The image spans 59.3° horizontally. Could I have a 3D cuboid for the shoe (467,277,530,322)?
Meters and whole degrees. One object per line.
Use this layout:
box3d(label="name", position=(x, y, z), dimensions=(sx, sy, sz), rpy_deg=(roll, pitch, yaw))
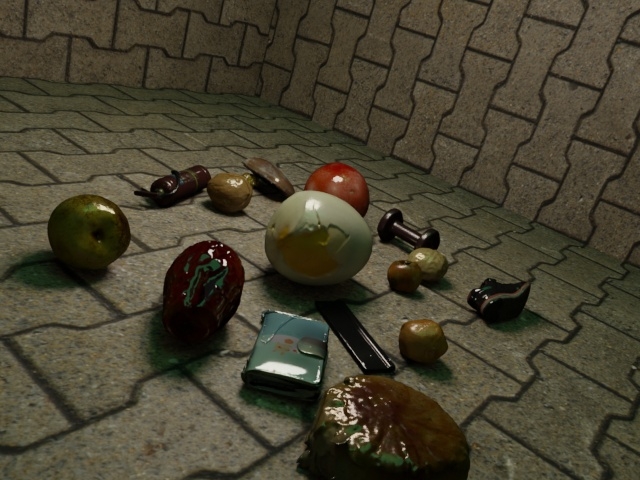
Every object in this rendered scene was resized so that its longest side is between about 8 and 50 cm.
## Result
box3d(label="shoe", position=(0.597, 0.191, 1.890), dimensions=(0.291, 0.114, 0.137), rpy_deg=(-8, 28, -40))

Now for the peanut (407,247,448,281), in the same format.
box3d(label="peanut", position=(0.378, 0.081, 1.977), dimensions=(0.140, 0.109, 0.159), rpy_deg=(36, 29, 8))

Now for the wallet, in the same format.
box3d(label="wallet", position=(-0.070, 0.258, 1.289), dimensions=(0.176, 0.075, 0.250), rpy_deg=(14, 23, 1))

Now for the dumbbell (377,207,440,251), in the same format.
box3d(label="dumbbell", position=(0.336, -0.020, 2.149), dimensions=(0.225, 0.140, 0.124), rpy_deg=(32, 70, 35))

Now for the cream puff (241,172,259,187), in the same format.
box3d(label="cream puff", position=(-0.296, -0.253, 2.344), dimensions=(0.083, 0.058, 0.083), rpy_deg=(30, 25, 23))

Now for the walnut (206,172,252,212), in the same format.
box3d(label="walnut", position=(-0.328, -0.172, 2.035), dimensions=(0.166, 0.149, 0.166), rpy_deg=(11, -11, 2))

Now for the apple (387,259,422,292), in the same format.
box3d(label="apple", position=(0.275, 0.118, 1.838), dimensions=(0.114, 0.102, 0.099), rpy_deg=(-2, 15, -23))

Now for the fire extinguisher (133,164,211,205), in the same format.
box3d(label="fire extinguisher", position=(-0.523, -0.198, 2.004), dimensions=(0.141, 0.105, 0.341), rpy_deg=(7, 19, 16))

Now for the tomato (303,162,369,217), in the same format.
box3d(label="tomato", position=(0.064, -0.180, 2.187), dimensions=(0.265, 0.265, 0.265), rpy_deg=(15, 22, -6))

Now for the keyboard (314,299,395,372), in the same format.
box3d(label="keyboard", position=(0.088, 0.248, 1.499), dimensions=(0.101, 0.018, 0.310), rpy_deg=(2, 26, -29))

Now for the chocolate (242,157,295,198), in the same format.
box3d(label="chocolate", position=(-0.203, -0.271, 2.340), dimensions=(0.261, 0.083, 0.161), rpy_deg=(36, -4, 34))

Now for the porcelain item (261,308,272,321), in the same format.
box3d(label="porcelain item", position=(-0.117, 0.205, 1.435), dimensions=(0.083, 0.036, 0.028), rpy_deg=(30, -7, 17))

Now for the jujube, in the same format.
box3d(label="jujube", position=(-0.280, 0.114, 1.330), dimensions=(0.197, 0.197, 0.290), rpy_deg=(15, 31, -5))

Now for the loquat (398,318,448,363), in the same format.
box3d(label="loquat", position=(0.268, 0.262, 1.488), dimensions=(0.137, 0.113, 0.137), rpy_deg=(-9, 17, 3))

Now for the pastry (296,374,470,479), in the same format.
box3d(label="pastry", position=(0.126, 0.373, 1.077), dimensions=(0.330, 0.136, 0.329), rpy_deg=(13, 22, -5))

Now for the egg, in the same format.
box3d(label="egg", position=(0.000, 0.000, 1.684), dimensions=(0.345, 0.283, 0.283), rpy_deg=(17, 19, -33))

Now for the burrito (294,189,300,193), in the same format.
box3d(label="burrito", position=(-0.078, -0.176, 2.344), dimensions=(0.149, 0.041, 0.055), rpy_deg=(33, 4, 41))

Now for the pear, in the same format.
box3d(label="pear", position=(-0.590, -0.021, 1.428), dimensions=(0.197, 0.197, 0.197), rpy_deg=(15, 22, -6))
